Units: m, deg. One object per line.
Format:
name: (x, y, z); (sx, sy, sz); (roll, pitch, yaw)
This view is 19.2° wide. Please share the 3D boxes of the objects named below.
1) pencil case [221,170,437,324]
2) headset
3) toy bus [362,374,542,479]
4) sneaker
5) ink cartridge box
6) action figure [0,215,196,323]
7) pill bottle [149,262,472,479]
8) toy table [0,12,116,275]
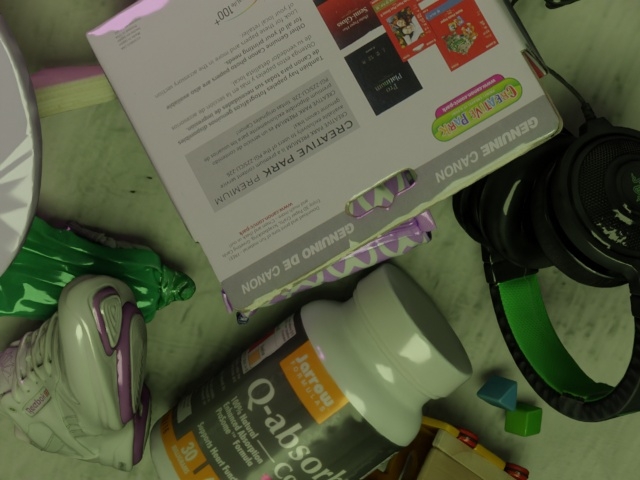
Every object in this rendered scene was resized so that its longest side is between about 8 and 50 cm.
pencil case: (0.000, 0.000, 1.704); (0.206, 0.088, 0.086); (-25, 108, 7)
headset: (0.240, -0.044, 1.641); (0.185, 0.243, 0.394); (-14, 103, -25)
toy bus: (0.120, 0.237, 1.832); (0.191, 0.104, 0.202); (-24, 117, -41)
sneaker: (-0.230, 0.125, 1.684); (0.152, 0.114, 0.305); (7, 150, 0)
ink cartridge box: (0.013, -0.123, 1.540); (0.309, 0.130, 0.271); (-30, 79, 11)
action figure: (-0.228, 0.029, 1.712); (0.232, 0.063, 0.137); (10, 115, -6)
pill bottle: (-0.008, 0.154, 1.742); (0.278, 0.162, 0.162); (-39, 115, 13)
toy table: (-0.303, -0.105, 1.555); (0.252, 0.161, 0.274); (9, 109, 4)
